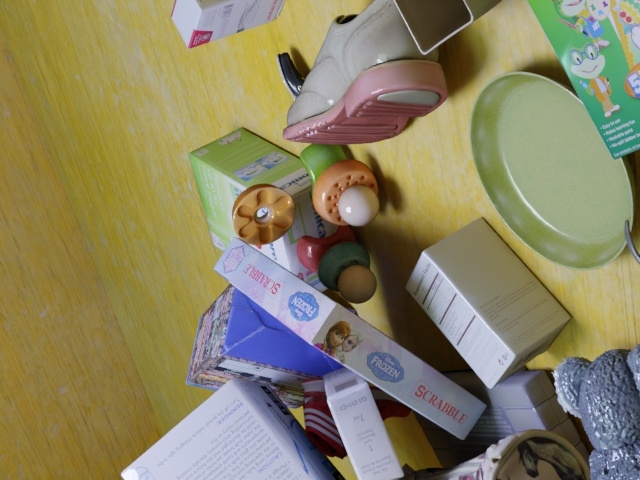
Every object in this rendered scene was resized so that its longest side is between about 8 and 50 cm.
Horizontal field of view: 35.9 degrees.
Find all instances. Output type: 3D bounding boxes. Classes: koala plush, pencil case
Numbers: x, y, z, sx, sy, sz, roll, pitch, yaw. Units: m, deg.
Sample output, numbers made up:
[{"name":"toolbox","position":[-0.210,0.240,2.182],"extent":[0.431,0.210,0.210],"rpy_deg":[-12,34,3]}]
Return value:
[{"name":"koala plush","position":[0.353,0.220,1.091],"extent":[0.196,0.203,0.221],"rpy_deg":[-26,81,65]},{"name":"pencil case","position":[0.225,0.370,1.368],"extent":[0.183,0.160,0.410],"rpy_deg":[38,154,1]}]

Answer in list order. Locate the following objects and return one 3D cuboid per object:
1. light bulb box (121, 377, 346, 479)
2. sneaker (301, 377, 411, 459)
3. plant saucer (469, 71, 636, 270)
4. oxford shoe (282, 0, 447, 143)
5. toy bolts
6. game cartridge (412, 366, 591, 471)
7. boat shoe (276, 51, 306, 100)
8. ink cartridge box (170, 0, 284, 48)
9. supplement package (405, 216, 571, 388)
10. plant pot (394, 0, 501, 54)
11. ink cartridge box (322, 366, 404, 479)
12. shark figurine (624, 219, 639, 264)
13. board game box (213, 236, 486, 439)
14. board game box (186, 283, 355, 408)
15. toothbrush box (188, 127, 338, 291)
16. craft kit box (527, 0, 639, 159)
[{"name":"light bulb box","position":[-0.080,0.429,1.564],"extent":[0.361,0.225,0.358],"rpy_deg":[49,178,10]},{"name":"sneaker","position":[0.058,0.311,1.670],"extent":[0.087,0.221,0.128],"rpy_deg":[-24,57,56]},{"name":"plant saucer","position":[0.261,-0.081,1.098],"extent":[0.241,0.037,0.241],"rpy_deg":[43,150,33]},{"name":"oxford shoe","position":[0.051,-0.213,1.298],"extent":[0.397,0.140,0.146],"rpy_deg":[164,103,-65]},{"name":"toy bolts","position":[0.000,0.000,1.493],"extent":[0.158,0.218,0.228],"rpy_deg":[52,165,51]},{"name":"game cartridge","position":[0.267,0.298,1.471],"extent":[0.230,0.068,0.355],"rpy_deg":[66,156,-1]},{"name":"boat shoe","position":[-0.026,-0.227,1.492],"extent":[0.133,0.042,0.049],"rpy_deg":[64,-163,-1]},{"name":"ink cartridge box","position":[-0.130,-0.350,1.429],"extent":[0.063,0.150,0.109],"rpy_deg":[61,156,10]},{"name":"supplement package","position":[0.213,0.080,1.280],"extent":[0.179,0.105,0.105],"rpy_deg":[51,154,21]},{"name":"plant pot","position":[0.144,-0.278,1.041],"extent":[0.109,0.096,0.109],"rpy_deg":[62,156,-2]},{"name":"ink cartridge box","position":[0.077,0.325,1.457],"extent":[0.296,0.066,0.261],"rpy_deg":[122,128,-88]},{"name":"shark figurine","position":[0.393,0.011,0.880],"extent":[0.278,0.116,0.166],"rpy_deg":[124,148,-54]},{"name":"board game box","position":[0.036,0.137,1.426],"extent":[0.319,0.066,0.318],"rpy_deg":[35,177,-32]},{"name":"board game box","position":[-0.097,0.200,1.821],"extent":[0.291,0.232,0.141],"rpy_deg":[137,145,-64]},{"name":"toothbrush box","position":[-0.091,-0.047,1.712],"extent":[0.283,0.122,0.206],"rpy_deg":[31,142,46]},{"name":"craft kit box","position":[0.295,-0.218,0.870],"extent":[0.246,0.061,0.250],"rpy_deg":[63,155,1]}]
